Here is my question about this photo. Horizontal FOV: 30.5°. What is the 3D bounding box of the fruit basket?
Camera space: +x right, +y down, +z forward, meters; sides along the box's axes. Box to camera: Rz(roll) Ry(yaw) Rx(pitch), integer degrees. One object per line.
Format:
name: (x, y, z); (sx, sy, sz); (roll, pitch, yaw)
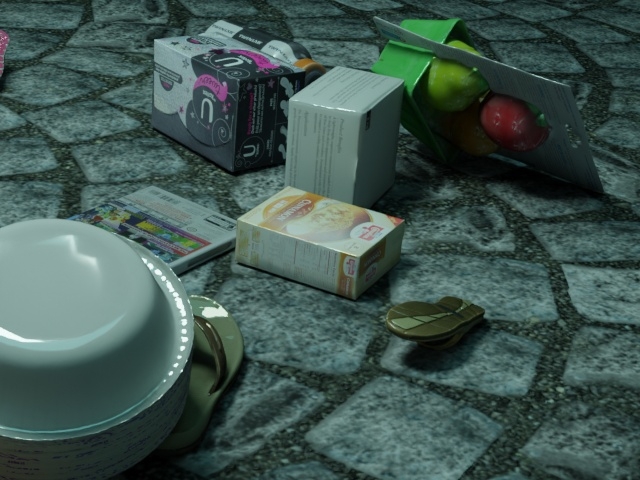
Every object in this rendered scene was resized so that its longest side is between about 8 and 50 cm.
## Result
fruit basket: (0.273, -0.219, 1.859); (0.353, 0.327, 0.165); (19, 73, 31)

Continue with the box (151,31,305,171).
box: (-0.159, -0.235, 1.939); (0.142, 0.163, 0.247); (-16, 32, -38)

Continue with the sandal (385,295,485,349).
sandal: (0.142, 0.106, 1.438); (0.072, 0.049, 0.180); (28, 20, 29)

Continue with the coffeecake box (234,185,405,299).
coffeecake box: (0.000, 0.000, 1.598); (0.185, 0.068, 0.142); (17, 28, 23)

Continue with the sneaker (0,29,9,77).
sneaker: (-0.611, -0.310, 2.146); (0.063, 0.075, 0.170); (17, 46, -14)

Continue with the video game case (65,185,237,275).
video game case: (-0.228, -0.013, 1.642); (0.201, 0.023, 0.183); (23, 32, 31)

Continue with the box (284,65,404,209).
box: (0.036, -0.146, 1.770); (0.119, 0.181, 0.182); (15, 28, 20)

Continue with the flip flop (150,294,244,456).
flip flop: (-0.151, 0.131, 1.294); (0.112, 0.080, 0.277); (7, 27, 6)

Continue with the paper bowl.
paper bowl: (-0.265, 0.091, 1.156); (0.284, 0.148, 0.284); (7, 43, -6)

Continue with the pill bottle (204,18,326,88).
pill bottle: (-0.102, -0.315, 2.149); (0.245, 0.130, 0.130); (26, 33, 37)
